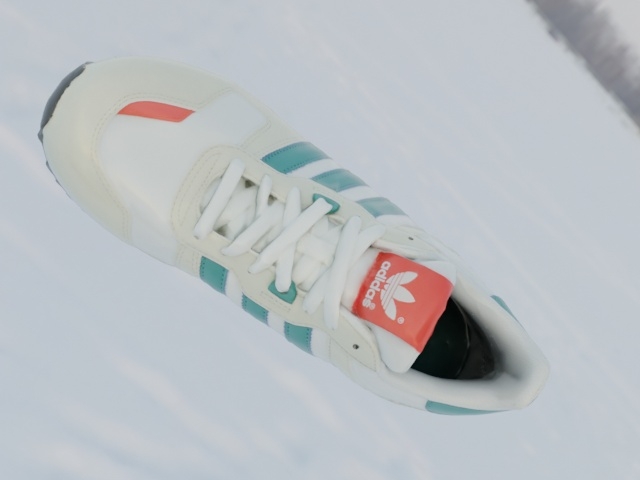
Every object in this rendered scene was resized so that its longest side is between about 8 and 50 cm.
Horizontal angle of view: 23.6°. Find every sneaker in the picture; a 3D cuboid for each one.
[{"bbox_3d":[0.000,0.000,0.424,0.161,0.057,0.075,36,-11,-27],"label":"sneaker"}]
